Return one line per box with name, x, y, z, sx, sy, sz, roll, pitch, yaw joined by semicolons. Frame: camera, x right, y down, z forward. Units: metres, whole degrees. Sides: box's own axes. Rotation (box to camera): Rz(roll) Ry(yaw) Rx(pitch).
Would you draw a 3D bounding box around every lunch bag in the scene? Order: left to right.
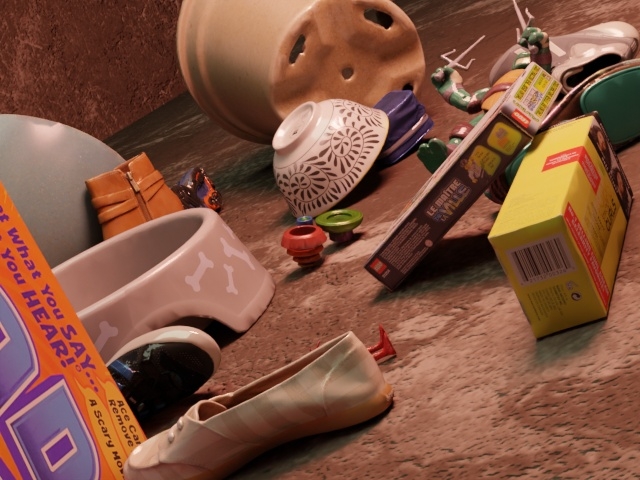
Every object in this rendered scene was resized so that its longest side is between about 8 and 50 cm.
lunch bag;0.095;-0.142;1.613;0.098;0.065;0.067;-42;22;-16

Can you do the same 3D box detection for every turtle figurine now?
turtle figurine;0.200;-0.164;1.399;0.175;0.118;0.234;-33;20;47

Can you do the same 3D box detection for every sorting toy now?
sorting toy;0.000;0.000;1.348;0.102;0.042;0.061;-22;24;-35

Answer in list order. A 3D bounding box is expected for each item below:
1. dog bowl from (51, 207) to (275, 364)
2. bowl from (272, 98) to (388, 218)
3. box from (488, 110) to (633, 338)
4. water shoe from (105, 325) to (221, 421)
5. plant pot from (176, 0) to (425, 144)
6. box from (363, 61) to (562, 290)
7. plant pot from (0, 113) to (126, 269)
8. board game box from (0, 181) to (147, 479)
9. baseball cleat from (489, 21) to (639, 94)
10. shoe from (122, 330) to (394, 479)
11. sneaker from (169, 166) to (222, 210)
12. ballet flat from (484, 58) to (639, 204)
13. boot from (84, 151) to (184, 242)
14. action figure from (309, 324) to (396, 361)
dog bowl;-0.222;0.081;1.320;0.349;0.102;0.349;-25;15;7
bowl;-0.005;-0.116;1.547;0.170;0.080;0.170;-38;28;25
box;0.187;-0.020;0.962;0.058;0.087;0.232;-20;14;26
water shoe;-0.172;0.145;1.100;0.203;0.073;0.080;-26;35;19
plant pot;-0.009;-0.265;1.813;0.334;0.334;0.305;-29;24;-9
box;0.123;-0.054;1.112;0.207;0.036;0.114;-50;1;37
plant pot;-0.394;0.000;1.664;0.290;0.290;0.195;-18;51;32
board game box;-0.398;0.142;0.882;0.356;0.356;0.356;-22;15;19
baseball cleat;0.272;-0.200;1.492;0.206;0.072;0.109;-20;22;41
shoe;-0.054;0.126;0.929;0.219;0.058;0.076;-23;14;17
sneaker;-0.200;-0.032;1.769;0.087;0.083;0.221;-37;5;17
ballet flat;0.240;-0.105;1.207;0.221;0.077;0.079;-35;12;-14
boot;-0.257;-0.008;1.592;0.197;0.152;0.073;-37;18;-36
action figure;0.001;0.101;0.991;0.115;0.030;0.038;-29;19;0
